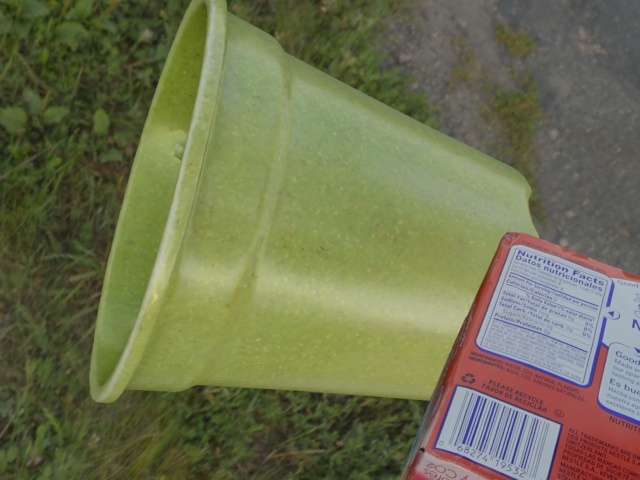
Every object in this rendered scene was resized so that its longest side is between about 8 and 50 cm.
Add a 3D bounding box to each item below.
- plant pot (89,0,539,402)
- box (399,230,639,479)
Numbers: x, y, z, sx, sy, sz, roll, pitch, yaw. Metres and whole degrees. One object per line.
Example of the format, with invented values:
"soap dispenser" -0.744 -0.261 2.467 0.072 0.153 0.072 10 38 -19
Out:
"plant pot" 0.000 0.000 0.644 0.253 0.276 0.276 15 58 -17
"box" 0.161 0.118 0.361 0.256 0.123 0.128 21 44 10
